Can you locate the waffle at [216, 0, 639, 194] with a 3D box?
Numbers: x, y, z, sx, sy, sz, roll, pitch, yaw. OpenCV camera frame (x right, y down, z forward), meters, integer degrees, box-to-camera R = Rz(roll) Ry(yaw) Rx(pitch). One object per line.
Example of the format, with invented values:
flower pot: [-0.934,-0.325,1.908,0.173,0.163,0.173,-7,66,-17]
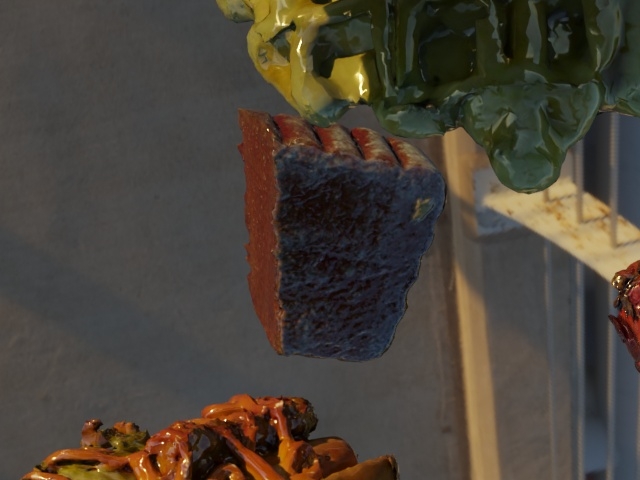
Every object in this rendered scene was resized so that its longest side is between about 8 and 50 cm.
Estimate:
waffle: [0.090,-0.183,0.456,0.317,0.297,0.073,-43,154,-3]

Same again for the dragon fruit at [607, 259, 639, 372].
dragon fruit: [0.415,0.088,1.057,0.172,0.172,0.209,-40,107,15]

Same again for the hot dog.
hot dog: [-0.101,0.171,0.568,0.349,0.158,0.117,-15,106,-46]

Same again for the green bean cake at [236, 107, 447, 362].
green bean cake: [0.000,0.000,0.931,0.198,0.097,0.232,6,116,-18]
